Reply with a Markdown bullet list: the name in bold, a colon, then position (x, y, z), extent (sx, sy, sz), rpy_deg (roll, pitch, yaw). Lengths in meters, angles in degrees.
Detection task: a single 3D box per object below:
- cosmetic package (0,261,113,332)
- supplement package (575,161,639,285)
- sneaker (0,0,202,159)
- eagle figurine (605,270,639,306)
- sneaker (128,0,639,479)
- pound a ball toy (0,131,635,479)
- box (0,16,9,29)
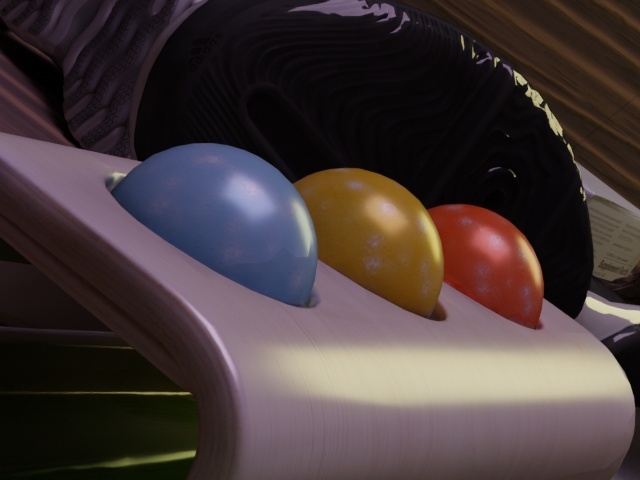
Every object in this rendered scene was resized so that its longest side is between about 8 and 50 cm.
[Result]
- **cosmetic package**: position (-0.113, 0.004, 0.711), extent (0.115, 0.041, 0.060), rpy_deg (31, 11, -33)
- **supplement package**: position (0.066, -0.040, 1.282), extent (0.262, 0.145, 0.204), rpy_deg (39, 9, 21)
- **sneaker**: position (-0.091, -0.098, 1.123), extent (0.115, 0.105, 0.281), rpy_deg (37, 9, -38)
- **eagle figurine**: position (0.247, 0.139, 1.062), extent (0.226, 0.225, 0.298), rpy_deg (-12, 71, -23)
- **sneaker**: position (0.000, 0.001, 0.870), extent (0.257, 0.169, 0.447), rpy_deg (32, -6, 38)
- **pound a ball toy**: position (0.026, 0.065, 0.534), extent (0.208, 0.135, 0.319), rpy_deg (36, 12, 25)
- **box**: position (-0.243, -0.189, 1.261), extent (0.137, 0.027, 0.094), rpy_deg (36, 10, 0)
